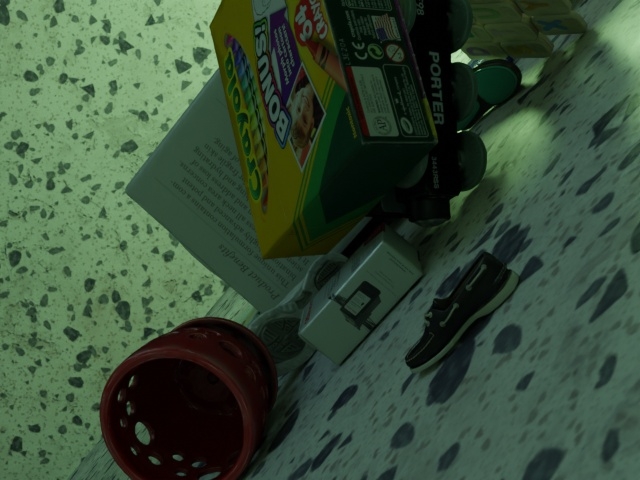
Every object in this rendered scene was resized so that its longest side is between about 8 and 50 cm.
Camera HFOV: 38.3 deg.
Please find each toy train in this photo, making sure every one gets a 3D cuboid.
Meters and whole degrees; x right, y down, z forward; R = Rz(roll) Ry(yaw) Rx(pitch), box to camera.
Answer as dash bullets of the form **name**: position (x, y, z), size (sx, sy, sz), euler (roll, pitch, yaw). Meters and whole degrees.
- **toy train**: position (0.097, -0.177, 1.168), size (0.142, 0.334, 0.190), euler (-1, -6, -36)

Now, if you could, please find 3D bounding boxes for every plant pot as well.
- **plant pot**: position (-0.153, 0.194, 1.136), size (0.191, 0.191, 0.174), euler (-48, 2, 16)

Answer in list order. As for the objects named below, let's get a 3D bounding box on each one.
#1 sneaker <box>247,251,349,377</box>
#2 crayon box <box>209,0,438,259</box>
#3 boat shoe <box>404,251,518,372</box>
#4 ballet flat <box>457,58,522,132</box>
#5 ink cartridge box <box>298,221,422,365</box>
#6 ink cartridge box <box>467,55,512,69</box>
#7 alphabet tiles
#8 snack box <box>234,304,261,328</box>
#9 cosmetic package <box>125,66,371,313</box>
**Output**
- **sneaker**: position (-0.038, 0.122, 1.298), size (0.232, 0.090, 0.115), euler (-43, -4, -29)
- **crayon box**: position (-0.017, -0.203, 1.133), size (0.106, 0.363, 0.313), euler (-4, -22, -27)
- **boat shoe**: position (0.109, 0.061, 0.771), size (0.125, 0.038, 0.046), euler (-47, 7, 25)
- **ballet flat**: position (0.251, -0.234, 1.407), size (0.074, 0.074, 0.203), euler (-53, 5, -27)
- **ink cartridge box**: position (0.047, 0.061, 1.091), size (0.150, 0.063, 0.109), euler (-49, 7, 13)
- **ink cartridge box**: position (0.258, -0.269, 1.654), size (0.207, 0.046, 0.097), euler (-46, 9, 29)
- **alphabet tiles**: position (0.208, -0.316, 1.264), size (0.277, 0.284, 0.021), euler (8, 79, 37)
- **snack box**: position (-0.149, 0.203, 1.633), size (0.187, 0.060, 0.322), euler (-46, 7, 34)
- **cosmetic package**: position (-0.040, -0.141, 1.534), size (0.394, 0.329, 0.327), euler (-48, -1, 17)
